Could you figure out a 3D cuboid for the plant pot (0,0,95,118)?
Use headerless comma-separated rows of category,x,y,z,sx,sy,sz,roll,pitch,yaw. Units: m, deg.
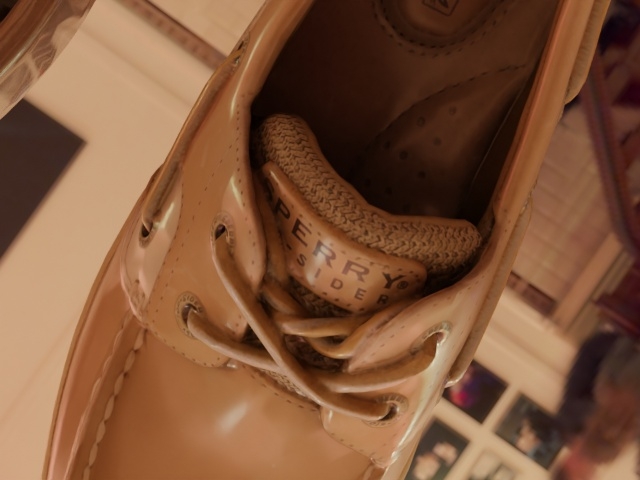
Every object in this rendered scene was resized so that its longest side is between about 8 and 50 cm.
plant pot,-0.218,-0.157,0.576,0.323,0.323,0.280,35,178,1

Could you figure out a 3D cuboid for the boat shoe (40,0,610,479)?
boat shoe,0.000,0.000,0.375,0.109,0.302,0.098,27,-176,0
